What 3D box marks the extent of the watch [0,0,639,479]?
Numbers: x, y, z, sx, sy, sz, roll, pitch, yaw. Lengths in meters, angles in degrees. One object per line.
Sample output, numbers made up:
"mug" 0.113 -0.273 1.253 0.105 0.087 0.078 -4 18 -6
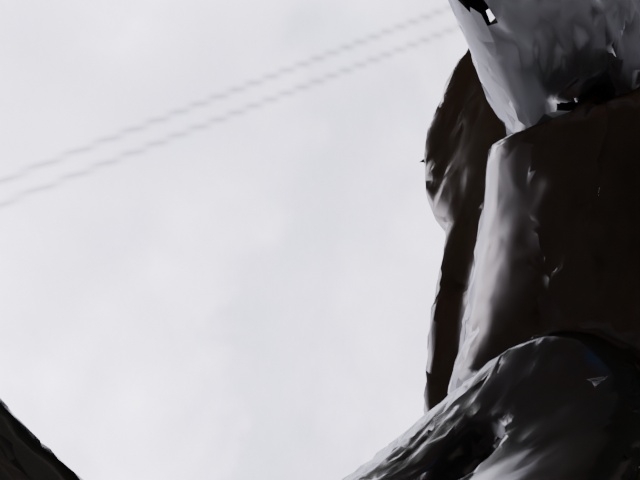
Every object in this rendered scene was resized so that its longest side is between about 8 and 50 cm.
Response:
"watch" 0.000 0.000 0.484 0.327 0.314 0.335 15 -103 -24
